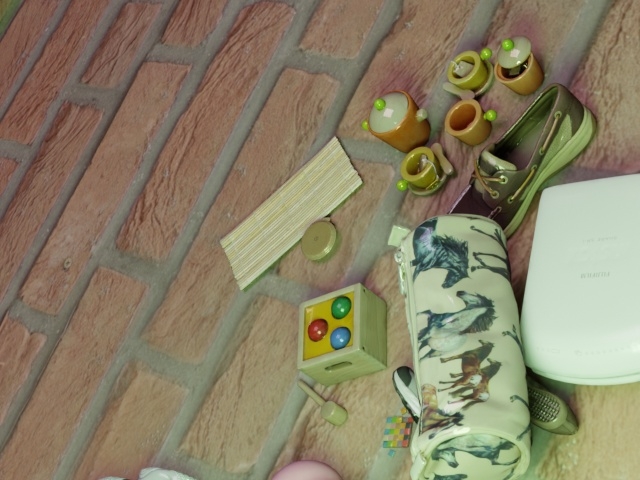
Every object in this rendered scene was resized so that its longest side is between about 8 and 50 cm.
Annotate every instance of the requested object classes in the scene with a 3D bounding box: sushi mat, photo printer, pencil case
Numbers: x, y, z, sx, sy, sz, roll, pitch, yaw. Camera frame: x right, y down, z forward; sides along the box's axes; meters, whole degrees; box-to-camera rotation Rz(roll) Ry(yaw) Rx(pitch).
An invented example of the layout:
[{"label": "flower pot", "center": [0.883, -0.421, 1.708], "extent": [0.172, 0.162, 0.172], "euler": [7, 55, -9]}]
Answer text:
[{"label": "sushi mat", "center": [-0.060, -0.051, 2.363], "extent": [0.316, 0.019, 0.151], "euler": [-42, 45, 12]}, {"label": "photo printer", "center": [0.419, 0.059, 1.804], "extent": [0.256, 0.107, 0.308], "euler": [-6, 60, 39]}, {"label": "pencil case", "center": [0.195, 0.157, 1.783], "extent": [0.183, 0.160, 0.410], "euler": [1, 51, -3]}]

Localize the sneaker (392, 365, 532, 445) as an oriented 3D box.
[{"label": "sneaker", "center": [0.209, 0.266, 1.874], "extent": [0.108, 0.100, 0.271], "euler": [-44, 46, -9]}]

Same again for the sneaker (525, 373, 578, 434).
[{"label": "sneaker", "center": [0.298, 0.231, 1.824], "extent": [0.066, 0.071, 0.188], "euler": [-50, 39, -1]}]

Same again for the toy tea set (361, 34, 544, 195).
[{"label": "toy tea set", "center": [0.219, -0.247, 2.167], "extent": [0.336, 0.124, 0.200], "euler": [-43, 43, 11]}]

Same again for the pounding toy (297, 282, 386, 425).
[{"label": "pounding toy", "center": [0.010, 0.197, 2.081], "extent": [0.181, 0.094, 0.206], "euler": [-20, 51, 30]}]

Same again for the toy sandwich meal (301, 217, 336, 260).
[{"label": "toy sandwich meal", "center": [0.000, 0.000, 2.270], "extent": [0.085, 0.029, 0.086], "euler": [-18, 57, 30]}]

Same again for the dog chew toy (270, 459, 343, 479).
[{"label": "dog chew toy", "center": [0.005, 0.456, 1.849], "extent": [0.206, 0.206, 0.332], "euler": [-43, 36, 11]}]

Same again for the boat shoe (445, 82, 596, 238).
[{"label": "boat shoe", "center": [0.291, -0.111, 2.016], "extent": [0.342, 0.123, 0.123], "euler": [-46, 43, 8]}]

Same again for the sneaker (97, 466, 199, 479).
[{"label": "sneaker", "center": [-0.310, 0.485, 2.173], "extent": [0.268, 0.101, 0.153], "euler": [-17, 54, 40]}]

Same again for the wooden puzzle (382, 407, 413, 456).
[{"label": "wooden puzzle", "center": [0.122, 0.302, 1.979], "extent": [0.049, 0.006, 0.083], "euler": [-8, 59, 38]}]
